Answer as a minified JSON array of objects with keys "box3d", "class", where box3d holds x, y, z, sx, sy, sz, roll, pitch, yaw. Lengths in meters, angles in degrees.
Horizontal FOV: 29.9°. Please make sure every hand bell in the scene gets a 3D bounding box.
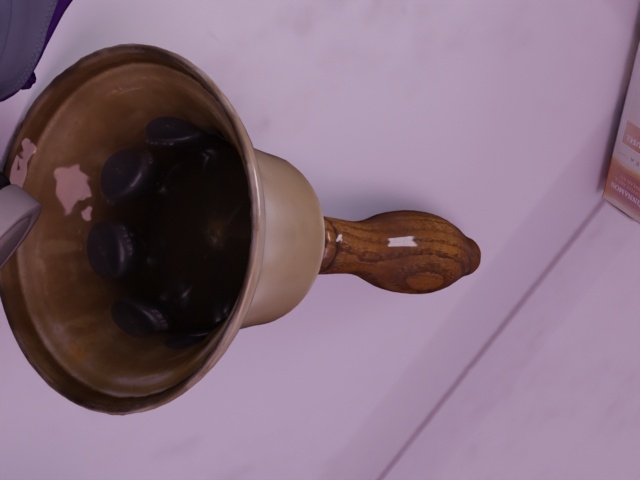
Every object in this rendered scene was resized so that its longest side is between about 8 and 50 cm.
[{"box3d":[0.000,0.000,0.502,0.242,0.126,0.126,3,120,-54],"class":"hand bell"}]

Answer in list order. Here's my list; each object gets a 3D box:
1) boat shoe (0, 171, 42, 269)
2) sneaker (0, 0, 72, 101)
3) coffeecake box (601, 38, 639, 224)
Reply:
[{"box3d":[-0.185,0.042,0.417,0.065,0.075,0.206,43,99,-4],"class":"boat shoe"},{"box3d":[-0.136,-0.050,0.355,0.223,0.083,0.098,-41,142,-6],"class":"sneaker"},{"box3d":[0.232,-0.100,0.604,0.142,0.068,0.186,-18,131,-29],"class":"coffeecake box"}]
